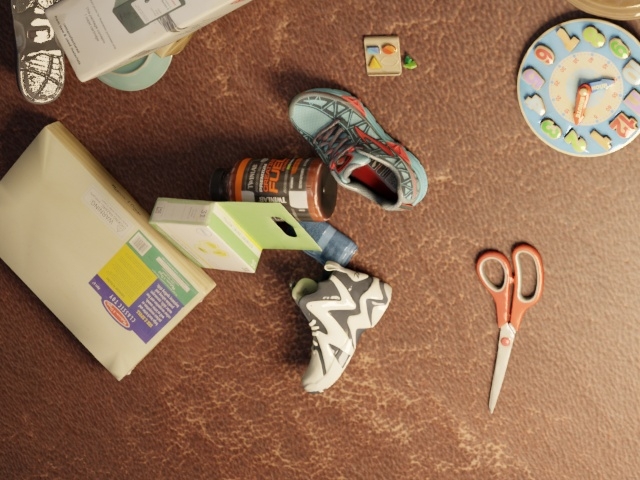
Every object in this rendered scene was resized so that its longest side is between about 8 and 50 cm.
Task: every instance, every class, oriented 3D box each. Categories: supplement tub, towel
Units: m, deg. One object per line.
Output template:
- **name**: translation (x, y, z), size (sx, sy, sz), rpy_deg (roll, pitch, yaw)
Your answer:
- **supplement tub**: translation (-0.079, -0.083, 2.040), size (0.197, 0.106, 0.106), rpy_deg (1, 109, 20)
- **towel**: translation (0.000, 0.000, 2.083), size (0.119, 0.029, 0.067), rpy_deg (36, 116, 6)

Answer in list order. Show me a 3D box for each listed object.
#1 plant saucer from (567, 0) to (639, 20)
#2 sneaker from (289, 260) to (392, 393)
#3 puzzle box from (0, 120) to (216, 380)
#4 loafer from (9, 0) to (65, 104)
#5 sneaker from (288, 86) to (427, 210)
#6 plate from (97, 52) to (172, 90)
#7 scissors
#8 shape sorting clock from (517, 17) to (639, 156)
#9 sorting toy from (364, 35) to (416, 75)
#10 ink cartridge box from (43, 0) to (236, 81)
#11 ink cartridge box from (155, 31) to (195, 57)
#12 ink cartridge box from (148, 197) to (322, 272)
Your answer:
- **plant saucer**: translation (0.429, -0.446, 1.757), size (0.277, 0.041, 0.278), rpy_deg (7, 110, 19)
- **sneaker**: translation (-0.003, 0.134, 2.079), size (0.153, 0.094, 0.235), rpy_deg (32, 117, -7)
- **puzzle box**: translation (-0.413, 0.024, 2.235), size (0.409, 0.052, 0.272), rpy_deg (47, 117, 0)
- **loafer**: translation (-0.475, -0.384, 2.090), size (0.095, 0.109, 0.303), rpy_deg (41, 128, 54)
- **sneaker**: translation (0.053, -0.144, 1.957), size (0.262, 0.125, 0.104), rpy_deg (37, 116, 5)
- **plate**: translation (-0.333, -0.340, 2.091), size (0.188, 0.024, 0.188), rpy_deg (6, 110, 18)
- **scissors**: translation (0.312, 0.148, 2.021), size (0.109, 0.021, 0.297), rpy_deg (0, 107, 19)
- **shape sorting clock**: translation (0.391, -0.224, 1.848), size (0.206, 0.040, 0.206), rpy_deg (7, 111, 18)
- **sorting toy**: translation (0.109, -0.287, 1.948), size (0.083, 0.012, 0.062), rpy_deg (2, 109, 21)
- **ink cartridge box**: translation (-0.222, -0.359, 1.832), size (0.289, 0.211, 0.122), rpy_deg (-24, 98, 19)
- **ink cartridge box**: translation (-0.239, -0.439, 1.973), size (0.193, 0.088, 0.235), rpy_deg (42, 112, 1)
- **ink cartridge box**: translation (-0.138, -0.006, 2.046), size (0.235, 0.056, 0.171), rpy_deg (5, 156, 30)
